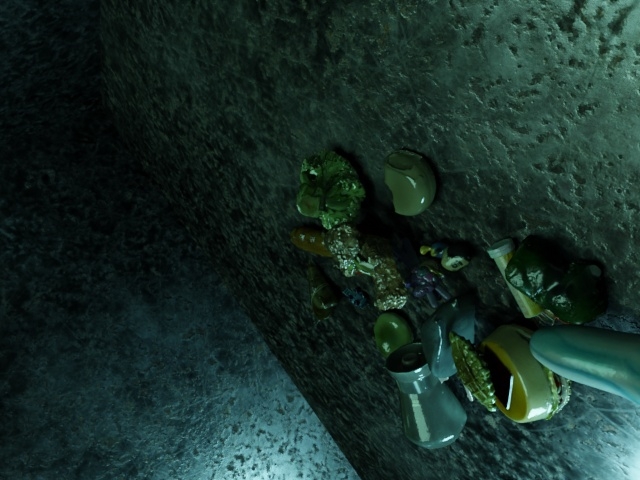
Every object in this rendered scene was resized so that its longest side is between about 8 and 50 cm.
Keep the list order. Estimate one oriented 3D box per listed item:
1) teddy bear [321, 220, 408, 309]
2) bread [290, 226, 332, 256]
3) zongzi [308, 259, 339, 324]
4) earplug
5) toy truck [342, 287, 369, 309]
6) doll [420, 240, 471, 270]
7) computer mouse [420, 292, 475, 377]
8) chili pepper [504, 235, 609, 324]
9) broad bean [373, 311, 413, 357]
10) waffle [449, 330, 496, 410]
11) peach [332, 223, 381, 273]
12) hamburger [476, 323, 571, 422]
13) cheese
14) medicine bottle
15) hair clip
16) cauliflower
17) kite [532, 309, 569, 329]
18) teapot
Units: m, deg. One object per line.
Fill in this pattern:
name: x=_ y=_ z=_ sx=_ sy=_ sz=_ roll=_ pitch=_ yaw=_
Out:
teddy bear: x=0.138 y=0.086 z=1.689 sx=0.246 sy=0.222 sz=0.296 roll=146 pitch=117 yaw=-71
bread: x=-0.001 y=0.002 z=2.167 sx=0.344 sy=0.084 sz=0.124 roll=11 pitch=150 yaw=52
zongzi: x=-0.014 y=0.238 z=2.429 sx=0.248 sy=0.111 sz=0.241 roll=109 pitch=140 yaw=-62
earplug: x=0.674 y=0.289 z=1.290 sx=0.324 sy=0.185 sz=0.185 roll=7 pitch=125 yaw=46
toy truck: x=0.142 y=0.233 z=2.212 sx=0.136 sy=0.063 sz=0.074 roll=38 pitch=166 yaw=35
doll: x=0.393 y=0.048 z=1.616 sx=0.179 sy=0.102 sz=0.089 roll=3 pitch=83 yaw=57
computer mouse: x=0.417 y=0.305 z=1.738 sx=0.122 sy=0.188 sz=0.371 roll=41 pitch=149 yaw=41
chili pepper: x=0.599 y=0.106 z=1.310 sx=0.264 sy=0.148 sz=0.116 roll=40 pitch=169 yaw=13
broad bean: x=0.289 y=0.376 z=2.101 sx=0.169 sy=0.100 sz=0.228 roll=40 pitch=136 yaw=12
waffle: x=0.460 y=0.394 z=1.586 sx=0.214 sy=0.054 sz=0.208 roll=-133 pitch=28 yaw=-67
peach: x=0.142 y=0.032 z=1.880 sx=0.197 sy=0.197 sz=0.197 roll=37 pitch=146 yaw=31
hamburger: x=0.595 y=0.388 z=1.534 sx=0.300 sy=0.176 sz=0.300 roll=159 pitch=90 yaw=-77
cheese: x=0.268 y=-0.161 z=1.585 sx=0.175 sy=0.091 sz=0.202 roll=33 pitch=143 yaw=38
medicine bottle: x=0.543 y=0.104 z=1.442 sx=0.218 sy=0.074 sz=0.074 roll=61 pitch=151 yaw=-3
hair clip: x=0.310 y=0.098 z=1.705 sx=0.278 sy=0.137 sz=0.090 roll=55 pitch=174 yaw=43
cauliflower: x=0.015 y=-0.158 z=1.792 sx=0.275 sy=0.250 sz=0.272 roll=36 pitch=122 yaw=22
kite: x=0.632 y=0.185 z=1.463 sx=0.183 sy=0.014 sz=0.241 roll=37 pitch=144 yaw=30
teapot: x=0.414 y=0.579 z=1.977 sx=0.300 sy=0.253 sz=0.344 roll=-17 pitch=107 yaw=20
